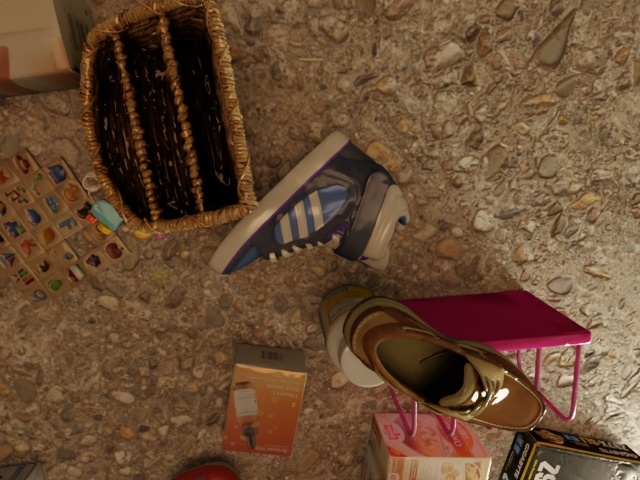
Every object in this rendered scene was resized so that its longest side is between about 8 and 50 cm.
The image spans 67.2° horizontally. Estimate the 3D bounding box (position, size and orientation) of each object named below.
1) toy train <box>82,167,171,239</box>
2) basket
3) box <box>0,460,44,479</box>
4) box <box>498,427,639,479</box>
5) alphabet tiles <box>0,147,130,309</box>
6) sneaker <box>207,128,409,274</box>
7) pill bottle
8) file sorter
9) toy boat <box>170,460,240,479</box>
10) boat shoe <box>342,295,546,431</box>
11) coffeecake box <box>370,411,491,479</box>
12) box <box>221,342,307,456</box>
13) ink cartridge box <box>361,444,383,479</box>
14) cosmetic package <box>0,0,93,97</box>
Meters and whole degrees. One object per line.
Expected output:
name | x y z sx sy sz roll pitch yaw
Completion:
toy train | -0.307 -0.066 0.814 0.167 0.046 0.125 2 98 -7
basket | -0.225 -0.160 0.679 0.214 0.223 0.299 -11 96 -13
box | -0.667 0.517 0.883 0.290 0.087 0.169 -6 103 -5
box | 0.497 0.565 1.015 0.257 0.079 0.321 14 101 -7
alphabet tiles | -0.477 -0.025 0.823 0.198 0.009 0.237 -30 103 2
sneaker | 0.000 0.000 0.811 0.323 0.130 0.236 -45 99 -1
pill bottle | 0.063 0.155 0.812 0.118 0.208 0.117 -1 102 -5
file sorter | 0.270 0.215 0.851 0.291 0.202 0.182 -4 104 -5
toy boat | -0.204 0.549 0.903 0.151 0.151 0.231 -19 103 -1
boat shoe | 0.178 0.193 0.665 0.324 0.120 0.122 27 97 -13
coffeecake box | 0.201 0.393 0.912 0.186 0.142 0.068 3 101 -7
box | -0.103 0.291 0.887 0.130 0.091 0.170 8 101 -8
ink cartridge box | 0.186 0.544 0.879 0.197 0.270 0.198 6 102 -5
cosmetic package | -0.494 -0.276 0.693 0.296 0.153 0.129 -8 102 -3
